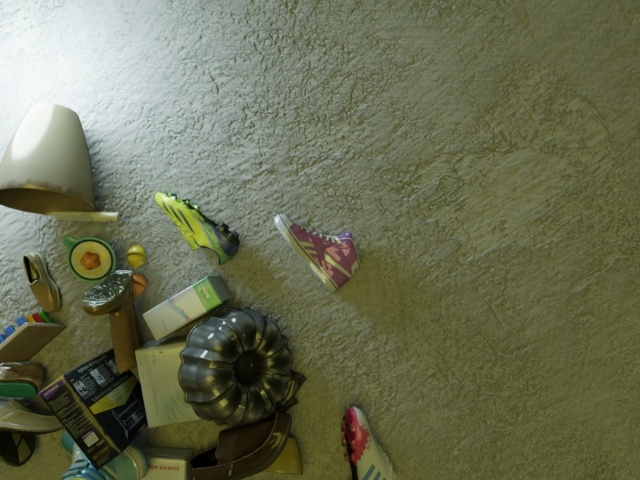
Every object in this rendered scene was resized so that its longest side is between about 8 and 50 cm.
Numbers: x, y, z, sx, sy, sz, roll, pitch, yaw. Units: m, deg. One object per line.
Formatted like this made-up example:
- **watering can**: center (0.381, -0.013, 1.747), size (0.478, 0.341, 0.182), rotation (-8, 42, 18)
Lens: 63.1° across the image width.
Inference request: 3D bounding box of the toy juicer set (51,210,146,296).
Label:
- **toy juicer set**: center (-0.620, 0.042, 1.496), size (0.209, 0.089, 0.328), rotation (-19, 102, -1)

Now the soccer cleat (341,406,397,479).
- **soccer cleat**: center (0.147, 0.640, 1.521), size (0.143, 0.116, 0.331), rotation (-6, 93, -15)

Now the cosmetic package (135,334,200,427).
- **cosmetic package**: center (-0.386, 0.393, 1.502), size (0.225, 0.138, 0.224), rotation (-10, 91, 0)

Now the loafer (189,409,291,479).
- **loafer**: center (-0.234, 0.589, 1.463), size (0.366, 0.134, 0.130), rotation (-40, 105, 13)

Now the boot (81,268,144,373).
- **boot**: center (-0.549, 0.241, 1.418), size (0.089, 0.236, 0.269), rotation (2, 109, 6)

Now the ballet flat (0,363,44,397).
- **ballet flat**: center (-0.971, 0.404, 1.524), size (0.316, 0.106, 0.107), rotation (5, 125, -9)

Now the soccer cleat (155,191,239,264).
- **soccer cleat**: center (-0.373, -0.037, 1.518), size (0.289, 0.093, 0.121), rotation (34, 98, 1)

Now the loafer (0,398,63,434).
- **loafer**: center (-0.874, 0.504, 1.499), size (0.269, 0.102, 0.092), rotation (15, 60, -28)

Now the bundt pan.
- **bundt pan**: center (-0.209, 0.343, 1.417), size (0.331, 0.124, 0.330), rotation (6, 80, -37)

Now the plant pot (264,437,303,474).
- **plant pot**: center (-0.113, 0.624, 1.515), size (0.134, 0.134, 0.095), rotation (5, 64, 1)

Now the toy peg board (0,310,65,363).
- **toy peg board**: center (-0.865, 0.272, 1.503), size (0.161, 0.160, 0.079), rotation (-42, 74, 1)

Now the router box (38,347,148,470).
- **router box**: center (-0.584, 0.443, 1.418), size (0.081, 0.309, 0.243), rotation (-37, 90, 1)

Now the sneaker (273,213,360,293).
- **sneaker**: center (0.000, 0.000, 1.515), size (0.161, 0.102, 0.282), rotation (-42, 101, -2)

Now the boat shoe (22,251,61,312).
- **boat shoe**: center (-0.832, 0.128, 1.535), size (0.068, 0.072, 0.190), rotation (-24, 91, 1)

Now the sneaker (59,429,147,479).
- **sneaker**: center (-0.659, 0.613, 1.429), size (0.319, 0.208, 0.127), rotation (8, 107, 29)

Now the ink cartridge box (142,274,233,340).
- **ink cartridge box**: center (-0.375, 0.188, 1.488), size (0.212, 0.154, 0.093), rotation (-32, 88, 2)

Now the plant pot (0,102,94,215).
- **plant pot**: center (-0.759, -0.234, 1.461), size (0.257, 0.256, 0.273), rotation (0, 77, 1)

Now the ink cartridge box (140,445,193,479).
- **ink cartridge box**: center (-0.462, 0.728, 1.528), size (0.160, 0.092, 0.219), rotation (3, 90, 2)

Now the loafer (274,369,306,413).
- **loafer**: center (-0.094, 0.472, 1.537), size (0.061, 0.062, 0.170), rotation (19, 92, -4)

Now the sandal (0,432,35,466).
- **sandal**: center (-0.974, 0.553, 1.539), size (0.303, 0.120, 0.086), rotation (36, 123, 3)
